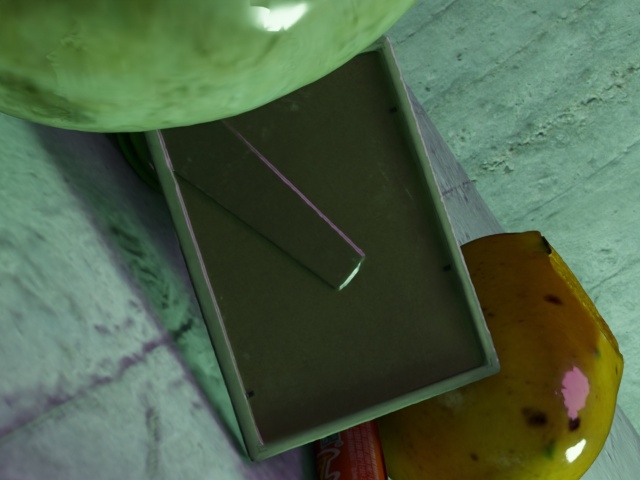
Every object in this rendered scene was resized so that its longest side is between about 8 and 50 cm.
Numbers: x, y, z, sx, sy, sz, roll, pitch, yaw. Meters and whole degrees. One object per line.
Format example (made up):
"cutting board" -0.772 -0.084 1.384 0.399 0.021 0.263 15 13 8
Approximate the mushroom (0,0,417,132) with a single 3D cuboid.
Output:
"mushroom" -0.092 -0.207 0.402 0.352 0.352 0.260 61 -22 19

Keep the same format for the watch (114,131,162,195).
"watch" -0.076 -0.097 0.608 0.131 0.165 0.152 -65 142 -65

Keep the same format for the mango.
"mango" 0.117 0.099 0.663 0.160 0.191 0.290 49 9 -3

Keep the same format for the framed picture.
"framed picture" 0.000 0.000 0.524 0.015 0.150 0.203 149 -78 -77

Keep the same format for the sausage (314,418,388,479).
"sausage" 0.018 0.133 0.563 0.145 0.048 0.050 -96 172 -61
